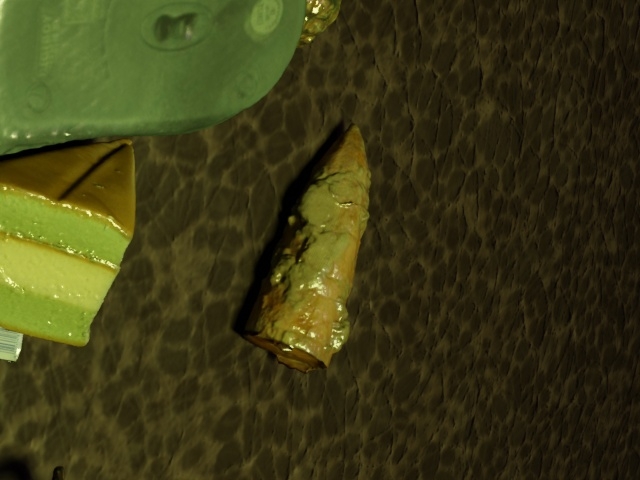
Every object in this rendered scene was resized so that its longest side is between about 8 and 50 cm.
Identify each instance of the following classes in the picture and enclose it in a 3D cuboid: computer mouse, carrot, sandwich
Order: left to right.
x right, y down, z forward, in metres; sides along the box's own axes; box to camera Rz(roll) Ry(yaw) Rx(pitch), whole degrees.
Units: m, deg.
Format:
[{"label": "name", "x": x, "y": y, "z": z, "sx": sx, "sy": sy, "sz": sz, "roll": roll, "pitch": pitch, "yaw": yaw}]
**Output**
[{"label": "sandwich", "x": -0.224, "y": -0.021, "z": 1.087, "sx": 0.144, "sy": 0.187, "sz": 0.117, "roll": 21, "pitch": 112, "yaw": -19}, {"label": "computer mouse", "x": -0.166, "y": -0.173, "z": 1.099, "sx": 0.371, "sy": 0.122, "sz": 0.188, "roll": -17, "pitch": 122, "yaw": -48}, {"label": "carrot", "x": 0.000, "y": 0.000, "z": 1.432, "sx": 0.102, "sy": 0.102, "sz": 0.263, "roll": 42, "pitch": 60, "yaw": -52}]

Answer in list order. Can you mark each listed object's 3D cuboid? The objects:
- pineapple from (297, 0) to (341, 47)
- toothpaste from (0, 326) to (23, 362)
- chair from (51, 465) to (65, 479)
[{"label": "pineapple", "x": -0.062, "y": -0.255, "z": 1.254, "sx": 0.197, "sy": 0.108, "sz": 0.108, "roll": 40, "pitch": 67, "yaw": -39}, {"label": "toothpaste", "x": -0.300, "y": 0.054, "z": 1.043, "sx": 0.196, "sy": 0.047, "sz": 0.040, "roll": 20, "pitch": 87, "yaw": -55}, {"label": "chair", "x": -0.247, "y": 0.250, "z": 1.012, "sx": 0.183, "sy": 0.326, "sz": 0.176, "roll": 34, "pitch": 84, "yaw": -28}]
